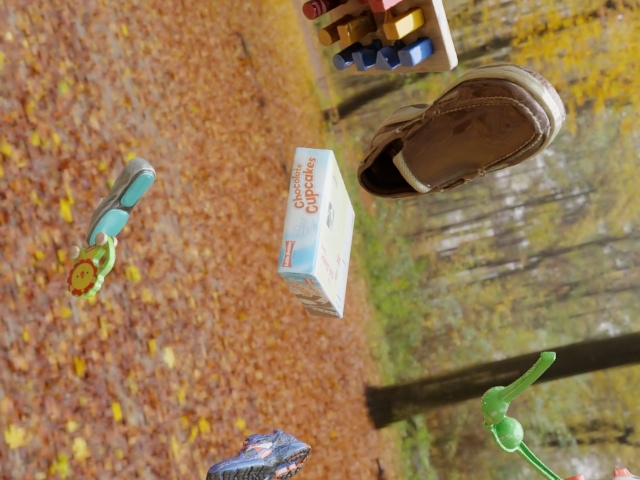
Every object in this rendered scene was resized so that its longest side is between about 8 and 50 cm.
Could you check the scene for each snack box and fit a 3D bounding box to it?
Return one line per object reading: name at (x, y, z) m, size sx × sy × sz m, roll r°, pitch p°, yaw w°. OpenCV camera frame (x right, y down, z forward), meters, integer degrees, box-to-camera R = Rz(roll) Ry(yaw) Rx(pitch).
snack box at (0.000, 0.000, 1.449) m, size 0.322 × 0.060 × 0.187 m, roll 63°, pitch 33°, yaw -72°

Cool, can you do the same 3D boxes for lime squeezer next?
lime squeezer at (0.293, 0.262, 1.367) m, size 0.059 × 0.110 × 0.310 m, roll -92°, pitch 169°, yaw -50°

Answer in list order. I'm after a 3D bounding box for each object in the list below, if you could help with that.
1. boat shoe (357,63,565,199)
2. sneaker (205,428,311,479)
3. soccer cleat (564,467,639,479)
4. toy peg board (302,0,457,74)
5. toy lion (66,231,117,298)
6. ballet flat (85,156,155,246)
boat shoe at (0.114, -0.079, 0.839) m, size 0.095 × 0.095 × 0.257 m, roll 47°, pitch -20°, yaw -10°
sneaker at (-0.119, 0.387, 1.629) m, size 0.221 × 0.087 × 0.083 m, roll -4°, pitch 122°, yaw -50°
soccer cleat at (0.155, 0.218, 0.669) m, size 0.068 × 0.196 × 0.076 m, roll 32°, pitch 38°, yaw -67°
toy peg board at (0.046, -0.248, 1.022) m, size 0.161 × 0.079 × 0.160 m, roll 9°, pitch -54°, yaw 47°
toy lion at (-0.385, 0.047, 1.566) m, size 0.034 × 0.100 × 0.096 m, roll 31°, pitch 40°, yaw -54°
ballet flat at (-0.416, -0.080, 1.915) m, size 0.072 × 0.213 × 0.068 m, roll 23°, pitch 21°, yaw -53°
